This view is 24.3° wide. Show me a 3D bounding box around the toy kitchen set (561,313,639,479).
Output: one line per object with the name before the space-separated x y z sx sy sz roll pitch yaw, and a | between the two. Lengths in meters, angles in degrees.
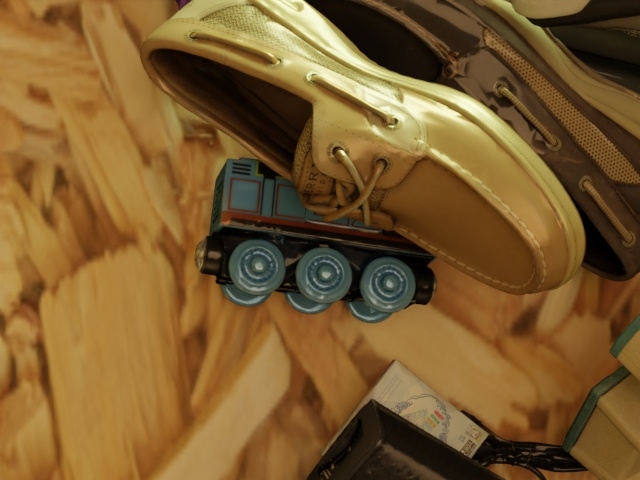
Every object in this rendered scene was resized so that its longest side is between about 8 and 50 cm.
toy kitchen set | 0.275 0.065 1.117 0.207 0.166 0.122 -28 61 -30

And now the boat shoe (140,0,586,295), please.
boat shoe | 0.024 -0.058 1.034 0.341 0.122 0.110 35 51 20

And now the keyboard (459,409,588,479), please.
keyboard | 0.167 0.240 1.143 0.317 0.033 0.202 9 89 -11

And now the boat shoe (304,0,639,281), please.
boat shoe | 0.122 -0.090 1.100 0.355 0.132 0.130 29 66 -6

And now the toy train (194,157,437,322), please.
toy train | 0.000 0.000 1.109 0.184 0.080 0.105 8 78 -10

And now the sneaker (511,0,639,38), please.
sneaker | 0.264 -0.143 1.068 0.268 0.101 0.153 -9 116 -14

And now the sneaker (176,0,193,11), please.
sneaker | -0.140 -0.231 1.108 0.170 0.068 0.071 44 85 -5

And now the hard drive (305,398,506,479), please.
hard drive | 0.034 0.262 1.067 0.172 0.054 0.255 32 97 -3

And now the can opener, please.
can opener | 0.269 -0.150 1.185 0.280 0.074 0.093 9 49 -11

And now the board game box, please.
board game box | 0.062 0.151 1.100 0.090 0.020 0.090 39 82 -4
